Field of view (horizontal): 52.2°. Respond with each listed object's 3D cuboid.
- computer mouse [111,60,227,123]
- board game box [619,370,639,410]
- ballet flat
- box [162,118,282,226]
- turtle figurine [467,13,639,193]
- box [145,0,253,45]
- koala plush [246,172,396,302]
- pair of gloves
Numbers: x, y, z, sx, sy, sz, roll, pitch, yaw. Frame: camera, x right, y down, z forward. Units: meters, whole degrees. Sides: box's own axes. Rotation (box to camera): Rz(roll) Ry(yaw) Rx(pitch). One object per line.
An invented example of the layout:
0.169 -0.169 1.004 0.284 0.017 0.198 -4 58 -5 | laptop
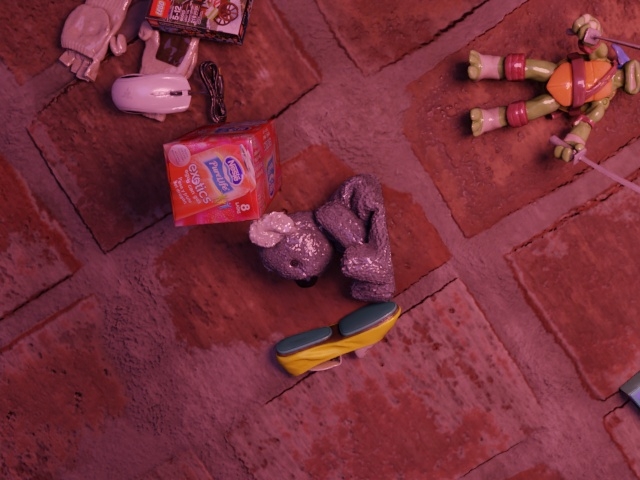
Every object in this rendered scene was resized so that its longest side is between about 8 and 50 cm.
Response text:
-0.258 -0.247 1.111 0.193 0.042 0.105 -5 107 -6 | computer mouse
0.630 0.275 1.073 0.160 0.047 0.210 -42 89 6 | board game box
0.037 0.174 1.117 0.231 0.077 0.077 -21 111 8 | ballet flat
-0.141 -0.113 1.016 0.128 0.257 0.122 -4 106 5 | box
0.359 -0.226 0.988 0.267 0.197 0.274 -1 50 22 | turtle figurine
-0.185 -0.456 1.099 0.159 0.044 0.232 11 81 4 | box
0.000 0.000 1.058 0.222 0.196 0.203 -8 72 6 | koala plush
-0.333 -0.347 1.140 0.240 0.042 0.204 32 95 4 | pair of gloves
